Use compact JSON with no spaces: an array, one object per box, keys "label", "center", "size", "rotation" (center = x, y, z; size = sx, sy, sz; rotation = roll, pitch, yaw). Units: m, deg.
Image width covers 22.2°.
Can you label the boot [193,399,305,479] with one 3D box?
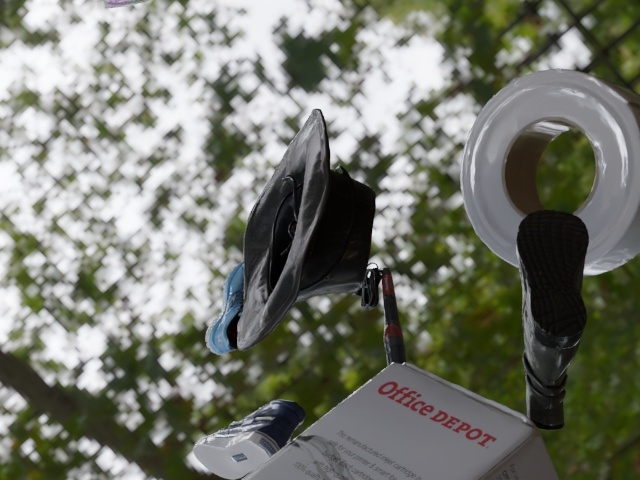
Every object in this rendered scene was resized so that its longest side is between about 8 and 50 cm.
[{"label":"boot","center":[-0.091,0.261,2.154],"size":[0.069,0.190,0.086],"rotation":[52,-123,-15]}]

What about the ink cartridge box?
[{"label":"ink cartridge box","center":[0.044,0.337,1.794],"size":[0.285,0.395,0.166],"rotation":[22,143,57]}]

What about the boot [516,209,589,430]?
[{"label":"boot","center":[0.257,0.089,1.882],"size":[0.083,0.161,0.246],"rotation":[6,-141,3]}]

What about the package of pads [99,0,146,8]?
[{"label":"package of pads","center":[-0.285,-0.473,2.201],"size":[0.229,0.101,0.296],"rotation":[-169,64,-79]}]

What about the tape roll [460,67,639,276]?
[{"label":"tape roll","center":[0.338,-0.093,2.248],"size":[0.100,0.286,0.286],"rotation":[7,-134,-54]}]

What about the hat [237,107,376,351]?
[{"label":"hat","center":[0.000,0.000,2.097],"size":[0.134,0.331,0.331],"rotation":[15,-147,-16]}]

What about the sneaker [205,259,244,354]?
[{"label":"sneaker","center":[-0.121,0.108,2.588],"size":[0.063,0.162,0.073],"rotation":[26,167,-31]}]

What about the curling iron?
[{"label":"curling iron","center":[0.101,0.153,2.404],"size":[0.035,0.068,0.274],"rotation":[15,-133,-36]}]
